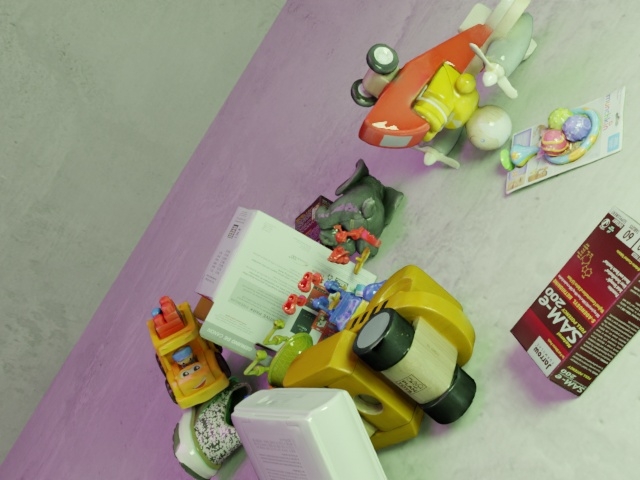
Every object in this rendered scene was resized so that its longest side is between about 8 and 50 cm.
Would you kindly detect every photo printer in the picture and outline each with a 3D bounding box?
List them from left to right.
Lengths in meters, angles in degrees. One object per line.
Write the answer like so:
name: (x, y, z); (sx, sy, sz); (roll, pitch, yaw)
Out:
photo printer: (0.002, 0.391, 1.347); (0.107, 0.308, 0.256); (-28, 8, -36)

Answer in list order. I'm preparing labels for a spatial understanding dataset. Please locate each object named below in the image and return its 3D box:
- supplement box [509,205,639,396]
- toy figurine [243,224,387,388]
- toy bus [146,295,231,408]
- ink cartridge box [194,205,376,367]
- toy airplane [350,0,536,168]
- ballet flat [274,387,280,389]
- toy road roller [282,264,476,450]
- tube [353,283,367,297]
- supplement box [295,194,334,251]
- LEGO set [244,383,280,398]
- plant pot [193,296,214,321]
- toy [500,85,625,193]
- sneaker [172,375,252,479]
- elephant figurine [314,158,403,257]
supplement box: (0.389, 0.085, 1.180); (0.239, 0.073, 0.130); (-54, 27, 14)
toy figurine: (0.055, 0.175, 1.571); (0.217, 0.191, 0.363); (34, 92, 26)
toy bus: (-0.317, 0.238, 1.912); (0.149, 0.211, 0.220); (-26, 36, -6)
ink cartridge box: (-0.086, 0.120, 1.729); (0.272, 0.309, 0.130); (-63, 26, -6)
toy airplane: (0.281, -0.296, 1.600); (0.384, 0.272, 0.386); (-40, -12, 21)
ballet flat: (-0.022, 0.351, 1.607); (0.084, 0.058, 0.250); (-48, 42, -6)
toy road roller: (0.118, 0.193, 1.434); (0.329, 0.202, 0.241); (-35, 21, 41)
tube: (0.066, 0.192, 1.688); (0.080, 0.052, 0.207); (2, 70, 62)
supplement box: (0.000, 0.000, 1.960); (0.104, 0.080, 0.188); (-42, 31, 33)
LEGO set: (-0.097, 0.339, 1.781); (0.227, 0.087, 0.093); (-16, 50, 54)
plant pot: (-0.124, 0.145, 1.916); (0.187, 0.212, 0.212); (25, 85, 52)
toy: (0.405, -0.180, 1.442); (0.237, 0.056, 0.137); (-26, 43, 50)
sneaker: (-0.233, 0.372, 1.980); (0.182, 0.158, 0.410); (-29, 37, 13)
elephant figurine: (0.092, -0.092, 1.829); (0.186, 0.169, 0.239); (1, 43, 30)
